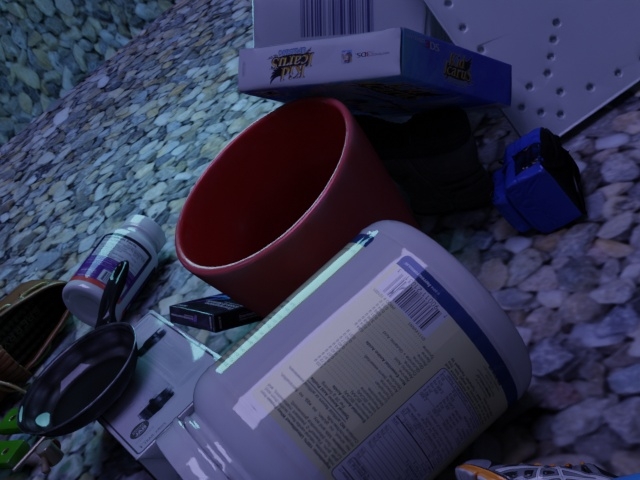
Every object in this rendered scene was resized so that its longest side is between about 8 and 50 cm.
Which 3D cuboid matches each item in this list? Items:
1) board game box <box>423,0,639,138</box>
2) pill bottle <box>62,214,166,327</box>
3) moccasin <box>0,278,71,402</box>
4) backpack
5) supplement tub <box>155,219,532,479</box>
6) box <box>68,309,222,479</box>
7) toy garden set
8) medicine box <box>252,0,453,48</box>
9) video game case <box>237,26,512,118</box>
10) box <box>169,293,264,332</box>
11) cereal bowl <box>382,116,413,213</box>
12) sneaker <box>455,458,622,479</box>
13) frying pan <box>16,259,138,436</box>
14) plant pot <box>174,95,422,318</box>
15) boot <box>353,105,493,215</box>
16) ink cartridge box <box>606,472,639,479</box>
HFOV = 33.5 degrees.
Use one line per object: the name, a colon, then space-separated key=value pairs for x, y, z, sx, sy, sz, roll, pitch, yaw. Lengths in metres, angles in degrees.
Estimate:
board game box: x=0.332 y=-0.385 z=1.443 sx=0.390 sy=0.390 sz=0.050 roll=-35 pitch=1 yaw=1
pill bottle: x=-0.342 y=0.048 z=1.801 sx=0.108 sy=0.108 sz=0.193 roll=-11 pitch=36 yaw=39
moccasin: x=-0.541 y=0.206 z=1.769 sx=0.147 sy=0.139 sz=0.380 roll=-20 pitch=20 yaw=45
backpack: x=0.264 y=-0.079 z=1.316 sx=0.101 sy=0.098 sz=0.120 roll=-25 pitch=30 yaw=28
supplement tub: x=0.023 y=0.162 z=1.060 sx=0.325 sy=0.235 sz=0.235 roll=-41 pitch=28 yaw=-10
box: x=-0.209 y=0.209 z=1.416 sx=0.169 sy=0.087 sz=0.290 roll=-44 pitch=29 yaw=-16
toy garden set: x=-0.442 y=0.343 z=1.520 sx=0.203 sy=0.049 sz=0.244 roll=-13 pitch=34 yaw=41
medicine box: x=0.060 y=-0.315 z=1.637 sx=0.263 sy=0.149 sz=0.289 roll=-2 pitch=-6 yaw=14
video game case: x=0.074 y=-0.204 z=1.353 sx=0.244 sy=0.269 sz=0.061 roll=-1 pitch=87 yaw=38
box: x=-0.111 y=0.091 z=1.465 sx=0.162 sy=0.029 sz=0.116 roll=-14 pitch=12 yaw=-37
cereal bowl: x=0.018 y=-0.118 z=1.617 sx=0.339 sy=0.141 sz=0.339 roll=-27 pitch=29 yaw=16
sneaker: x=0.208 y=0.229 z=0.926 sx=0.083 sy=0.084 sz=0.215 roll=-36 pitch=27 yaw=-31
frying pan: x=-0.331 y=0.162 z=1.476 sx=0.197 sy=0.053 sz=0.326 roll=-34 pitch=26 yaw=5
plant pot: x=0.000 y=0.000 z=1.307 sx=0.275 sy=0.243 sz=0.275 roll=-29 pitch=35 yaw=24
boot: x=0.107 y=-0.088 z=1.425 sx=0.246 sy=0.161 sz=0.083 roll=-3 pitch=49 yaw=25
ink cartridge box: x=0.126 y=0.344 z=0.727 sx=0.395 sy=0.166 sz=0.285 roll=-21 pitch=30 yaw=25
